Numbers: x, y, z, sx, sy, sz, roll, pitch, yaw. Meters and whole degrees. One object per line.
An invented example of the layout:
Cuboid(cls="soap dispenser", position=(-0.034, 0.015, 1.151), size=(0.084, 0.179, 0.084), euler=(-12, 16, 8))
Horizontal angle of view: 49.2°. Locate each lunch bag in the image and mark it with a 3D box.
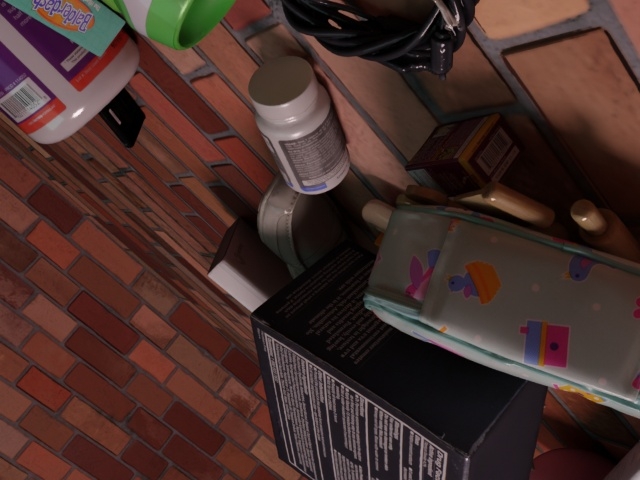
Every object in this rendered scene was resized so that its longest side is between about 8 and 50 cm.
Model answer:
Cuboid(cls="lunch bag", position=(0.187, 0.068, 0.592), size=(0.279, 0.108, 0.224), euler=(20, 174, 17))

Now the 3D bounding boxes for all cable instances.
Cuboid(cls="cable", position=(0.023, -0.189, 0.494), size=(0.184, 0.047, 0.150), euler=(33, 162, 16))

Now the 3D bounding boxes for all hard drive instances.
Cuboid(cls="hard drive", position=(-0.030, 0.118, 1.200), size=(0.353, 0.047, 0.233), euler=(41, -166, -12))

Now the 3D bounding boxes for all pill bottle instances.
Cuboid(cls="pill bottle", position=(-0.384, -0.282, 0.828), size=(0.323, 0.181, 0.181), euler=(48, 160, -28))
Cuboid(cls="pill bottle", position=(-0.021, -0.115, 0.712), size=(0.078, 0.078, 0.137), euler=(27, 160, 29))

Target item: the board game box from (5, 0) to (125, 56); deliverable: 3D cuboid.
Cuboid(cls="board game box", position=(-0.297, -0.262, 0.623), size=(0.210, 0.047, 0.160), euler=(39, -175, 14))

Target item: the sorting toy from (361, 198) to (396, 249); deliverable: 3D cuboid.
Cuboid(cls="sorting toy", position=(0.144, 0.044, 0.829), size=(0.193, 0.038, 0.208), euler=(30, 168, 24))

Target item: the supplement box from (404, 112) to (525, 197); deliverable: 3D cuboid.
Cuboid(cls="supplement box", position=(0.121, -0.069, 0.592), size=(0.043, 0.055, 0.083), euler=(45, 162, -21))

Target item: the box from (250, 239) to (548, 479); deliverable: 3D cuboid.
Cuboid(cls="box", position=(0.095, 0.206, 0.844), size=(0.294, 0.183, 0.296), euler=(29, 141, 34))

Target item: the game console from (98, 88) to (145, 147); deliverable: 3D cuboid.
Cuboid(cls="game console", position=(-0.336, -0.216, 1.089), size=(0.071, 0.107, 0.122), euler=(-4, 145, 22))

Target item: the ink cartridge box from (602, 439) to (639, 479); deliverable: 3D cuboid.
Cuboid(cls="ink cartridge box", position=(0.448, 0.411, 0.814), size=(0.308, 0.091, 0.385), euler=(32, 129, 17))

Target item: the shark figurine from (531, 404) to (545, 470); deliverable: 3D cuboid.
Cuboid(cls="shark figurine", position=(0.212, 0.229, 1.003), size=(0.166, 0.116, 0.278), euler=(-4, 135, 30))

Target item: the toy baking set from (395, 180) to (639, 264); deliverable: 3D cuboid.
Cuboid(cls="toy baking set", position=(0.179, -0.009, 0.608), size=(0.197, 0.030, 0.256), euler=(15, 173, 44))

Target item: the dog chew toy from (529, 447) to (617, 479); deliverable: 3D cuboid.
Cuboid(cls="dog chew toy", position=(0.449, 0.435, 1.010), size=(0.332, 0.206, 0.206), euler=(15, 152, 35))

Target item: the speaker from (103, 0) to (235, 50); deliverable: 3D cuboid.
Cuboid(cls="speaker", position=(-0.197, -0.285, 0.550), size=(0.296, 0.131, 0.131), euler=(38, 163, -3))

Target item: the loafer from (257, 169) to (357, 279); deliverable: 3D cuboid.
Cuboid(cls="loafer", position=(0.000, 0.000, 0.930), size=(0.111, 0.112, 0.319), euler=(26, 167, 19))
